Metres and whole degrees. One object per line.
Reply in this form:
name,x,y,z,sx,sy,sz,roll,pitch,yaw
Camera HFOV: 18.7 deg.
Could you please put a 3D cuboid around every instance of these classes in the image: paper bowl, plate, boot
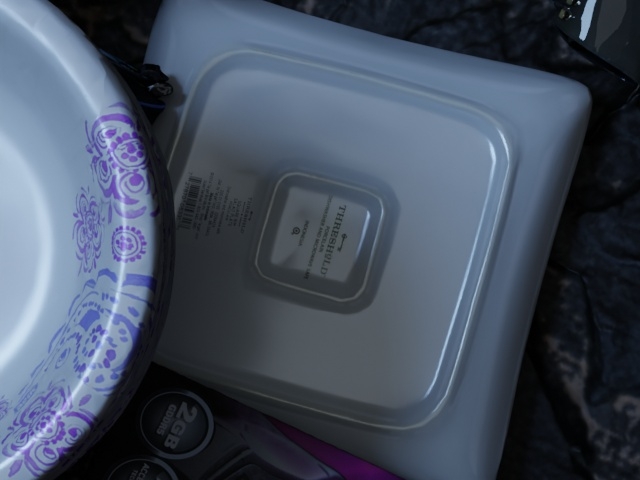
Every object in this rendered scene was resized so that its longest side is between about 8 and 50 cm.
paper bowl,-0.213,0.002,0.959,0.284,0.148,0.284,0,88,1
plate,0.000,0.000,1.169,0.278,0.045,0.277,15,85,5
boot,0.161,-0.193,1.186,0.198,0.077,0.137,38,91,3

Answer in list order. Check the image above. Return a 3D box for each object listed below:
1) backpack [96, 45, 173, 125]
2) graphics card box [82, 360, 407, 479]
backpack,-0.200,-0.083,1.131,0.173,0.158,0.117,27,100,21
graphics card box,0.016,0.247,1.069,0.371,0.094,0.233,25,60,3
